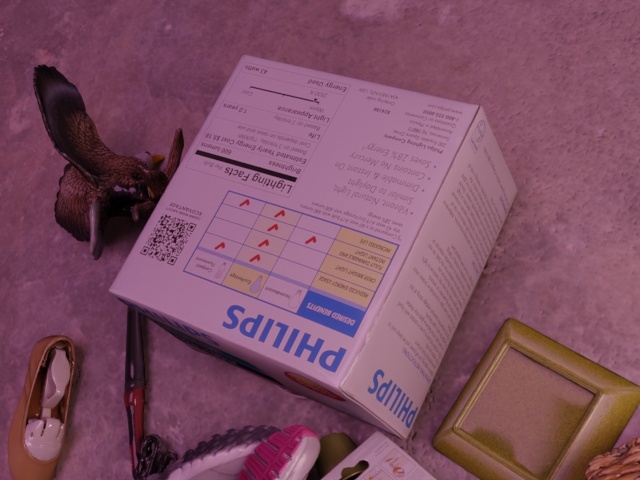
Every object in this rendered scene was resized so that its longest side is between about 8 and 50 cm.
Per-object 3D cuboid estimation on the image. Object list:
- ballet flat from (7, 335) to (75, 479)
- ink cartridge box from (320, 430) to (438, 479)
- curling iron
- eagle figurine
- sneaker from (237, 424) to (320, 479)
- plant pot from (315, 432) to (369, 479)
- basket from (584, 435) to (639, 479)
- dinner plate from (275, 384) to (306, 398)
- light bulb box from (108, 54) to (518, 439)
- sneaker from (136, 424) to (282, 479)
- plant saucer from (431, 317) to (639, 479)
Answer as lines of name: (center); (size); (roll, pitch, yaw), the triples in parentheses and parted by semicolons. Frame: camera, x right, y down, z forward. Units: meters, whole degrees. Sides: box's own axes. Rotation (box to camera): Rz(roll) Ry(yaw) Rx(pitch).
ballet flat: (-0.398, 0.244, 1.392); (0.073, 0.080, 0.232); (-26, 56, 45)
ink cartridge box: (0.082, 0.322, 1.095); (0.179, 0.045, 0.145); (36, 53, 27)
curling iron: (-0.249, 0.214, 1.365); (0.068, 0.035, 0.274); (-19, 62, 13)
eagle figurine: (-0.334, -0.106, 1.462); (0.298, 0.225, 0.226); (26, 92, 22)
sneaker: (-0.051, 0.342, 1.163); (0.252, 0.111, 0.103); (-66, 19, 7)
plant pot: (0.028, 0.279, 1.181); (0.083, 0.083, 0.079); (-39, 45, 7)
basket: (0.432, 0.309, 0.954); (0.299, 0.223, 0.213); (-17, 29, 19)
dinner plate: (-0.011, 0.142, 1.288); (0.141, 0.017, 0.141); (-10, 65, 21)
light bulb box: (0.000, 0.000, 1.205); (0.358, 0.225, 0.361); (18, 73, 32)
sneaker: (-0.155, 0.333, 1.250); (0.281, 0.105, 0.115); (-29, 93, 8)
plant saucer: (0.242, 0.202, 1.120); (0.188, 0.045, 0.188); (29, 83, 33)
